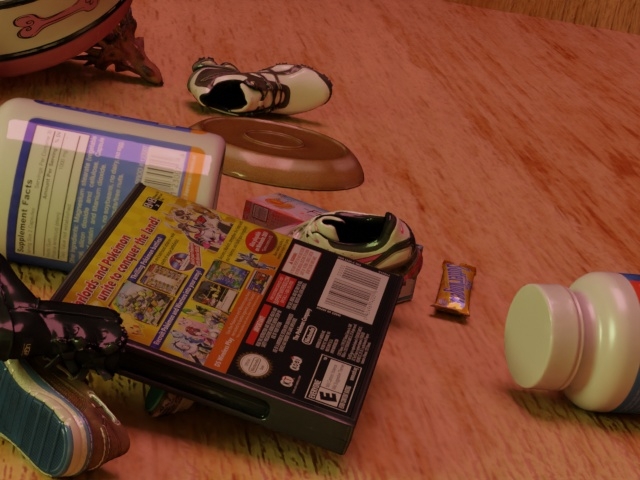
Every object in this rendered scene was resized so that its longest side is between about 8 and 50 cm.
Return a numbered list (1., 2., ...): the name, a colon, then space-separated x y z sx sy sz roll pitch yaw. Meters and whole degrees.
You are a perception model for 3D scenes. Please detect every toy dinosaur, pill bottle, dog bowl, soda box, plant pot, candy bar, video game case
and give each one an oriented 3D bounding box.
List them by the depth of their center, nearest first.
1. video game case: -0.071 0.055 1.480 0.248 0.035 0.275 20 25 2
2. pill bottle: 0.280 0.091 1.612 0.221 0.124 0.124 5 17 -21
3. pill bottle: -0.231 -0.047 1.690 0.272 0.152 0.152 10 16 -1
4. soda box: 0.008 0.008 1.834 0.183 0.058 0.063 22 19 30
5. candy bar: 0.135 0.049 1.851 0.040 0.018 0.161 13 17 4
6. plant pot: -0.059 -0.112 2.254 0.236 0.032 0.236 10 15 -3
7. dog bowl: -0.420 -0.371 2.425 0.408 0.150 0.408 -3 44 3
8. toy dinosaur: -0.367 -0.293 2.526 0.295 0.127 0.200 -3 27 -26

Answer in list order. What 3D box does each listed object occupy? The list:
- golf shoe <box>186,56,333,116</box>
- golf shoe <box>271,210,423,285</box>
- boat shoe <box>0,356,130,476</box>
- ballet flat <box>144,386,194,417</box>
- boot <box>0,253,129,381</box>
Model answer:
1. golf shoe: -0.079 -0.192 2.468 0.198 0.077 0.094 2 28 -8
2. golf shoe: 0.000 0.000 1.735 0.186 0.086 0.067 -4 51 19
3. boat shoe: -0.202 0.114 1.328 0.066 0.066 0.183 3 27 -41
4. ballet flat: -0.115 0.112 1.432 0.041 0.041 0.114 8 17 -11
5. boot: -0.195 0.052 1.325 0.099 0.045 0.121 8 32 -26
